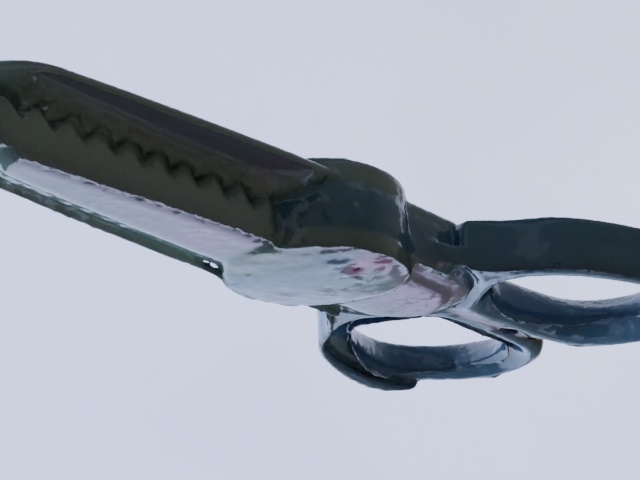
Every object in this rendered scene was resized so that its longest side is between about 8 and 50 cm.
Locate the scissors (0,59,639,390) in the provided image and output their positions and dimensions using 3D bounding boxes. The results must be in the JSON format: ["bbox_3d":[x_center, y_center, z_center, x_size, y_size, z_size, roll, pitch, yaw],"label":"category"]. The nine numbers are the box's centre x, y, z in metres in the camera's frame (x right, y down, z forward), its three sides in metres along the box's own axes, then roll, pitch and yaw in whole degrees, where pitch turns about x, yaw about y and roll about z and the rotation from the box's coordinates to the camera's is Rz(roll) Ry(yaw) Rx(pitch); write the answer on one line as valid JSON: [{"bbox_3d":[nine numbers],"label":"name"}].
[{"bbox_3d":[0.000,0.000,0.564,0.256,0.125,0.030,22,-121,-44],"label":"scissors"}]
